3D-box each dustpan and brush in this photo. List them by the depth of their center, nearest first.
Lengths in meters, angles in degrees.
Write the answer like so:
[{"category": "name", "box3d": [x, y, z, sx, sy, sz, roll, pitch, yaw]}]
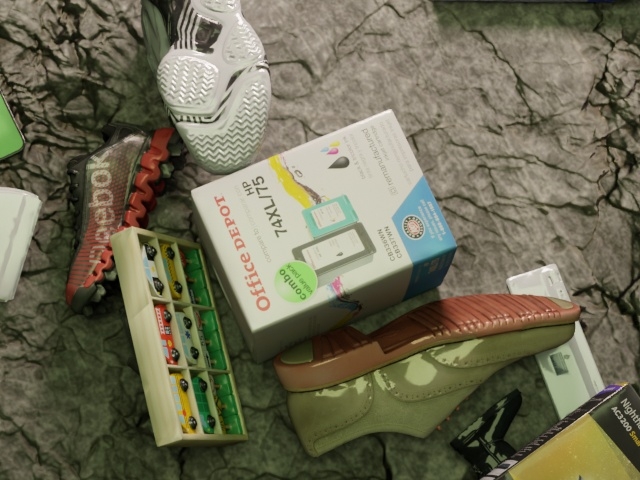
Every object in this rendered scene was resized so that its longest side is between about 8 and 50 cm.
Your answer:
[{"category": "dustpan and brush", "box3d": [-0.479, -0.015, 1.795, 0.211, 0.060, 0.147, 16, 86, -4]}]

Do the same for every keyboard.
[{"category": "keyboard", "box3d": [0.319, 0.157, 1.794, 0.072, 0.014, 0.256, -19, 76, -2]}]

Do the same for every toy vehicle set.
[{"category": "toy vehicle set", "box3d": [-0.173, 0.123, 1.707, 0.035, 0.166, 0.267, -21, 75, 22]}]

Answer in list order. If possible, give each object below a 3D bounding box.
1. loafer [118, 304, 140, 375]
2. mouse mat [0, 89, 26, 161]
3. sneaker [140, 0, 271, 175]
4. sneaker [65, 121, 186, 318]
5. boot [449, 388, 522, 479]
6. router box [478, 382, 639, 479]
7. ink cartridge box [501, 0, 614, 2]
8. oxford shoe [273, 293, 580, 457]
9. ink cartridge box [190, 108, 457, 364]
[{"category": "loafer", "box3d": [-0.215, 0.152, 1.757, 0.061, 0.062, 0.170, -16, 71, 16]}, {"category": "mouse mat", "box3d": [-0.500, -0.172, 1.857, 0.152, 0.007, 0.190, -25, 76, -9]}, {"category": "sneaker", "box3d": [-0.149, -0.229, 1.776, 0.137, 0.210, 0.366, -15, 72, -6]}, {"category": "sneaker", "box3d": [-0.280, -0.036, 1.781, 0.135, 0.097, 0.276, 21, 73, 3]}, {"category": "boot", "box3d": [0.234, 0.260, 1.744, 0.121, 0.045, 0.099, -40, 79, -7]}, {"category": "router box", "box3d": [0.359, 0.367, 1.680, 0.243, 0.081, 0.309, -35, 87, -11]}, {"category": "ink cartridge box", "box3d": [0.309, -0.427, 1.929, 0.311, 0.065, 0.186, 0, 74, 0]}, {"category": "oxford shoe", "box3d": [0.143, 0.164, 1.744, 0.397, 0.140, 0.146, -13, 102, -7]}, {"category": "ink cartridge box", "box3d": [0.000, 0.000, 1.728, 0.270, 0.197, 0.198, -23, 76, -8]}]
